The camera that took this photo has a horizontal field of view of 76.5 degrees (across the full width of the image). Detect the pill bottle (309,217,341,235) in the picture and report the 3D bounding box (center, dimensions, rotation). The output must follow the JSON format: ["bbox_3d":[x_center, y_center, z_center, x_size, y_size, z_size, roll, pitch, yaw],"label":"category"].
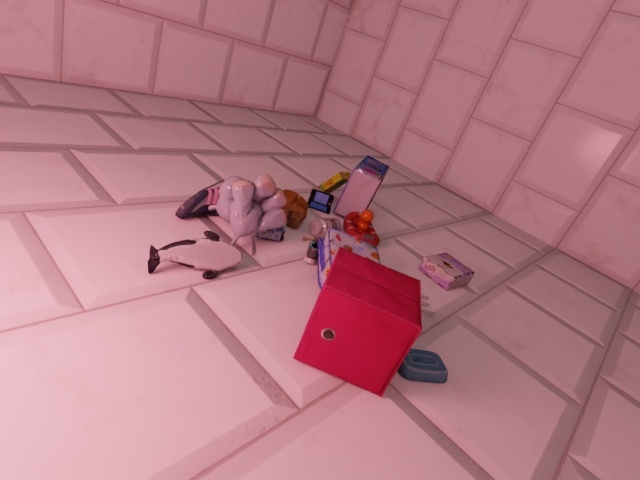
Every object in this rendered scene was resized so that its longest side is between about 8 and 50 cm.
[{"bbox_3d":[0.021,-0.059,1.784,0.137,0.078,0.078,-6,37,-43],"label":"pill bottle"}]

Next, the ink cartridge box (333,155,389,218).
[{"bbox_3d":[0.228,-0.281,2.144,0.151,0.270,0.395,30,27,6],"label":"ink cartridge box"}]

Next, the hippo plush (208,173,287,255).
[{"bbox_3d":[-0.272,-0.119,1.516,0.234,0.294,0.236,4,15,-37],"label":"hippo plush"}]

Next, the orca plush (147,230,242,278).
[{"bbox_3d":[-0.399,0.060,1.281,0.287,0.102,0.151,-17,88,-37],"label":"orca plush"}]

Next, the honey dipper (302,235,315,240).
[{"bbox_3d":[0.000,0.000,1.713,0.161,0.030,0.030,7,29,-22],"label":"honey dipper"}]

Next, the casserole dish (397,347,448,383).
[{"bbox_3d":[0.301,0.368,1.213,0.188,0.037,0.114,11,27,-17],"label":"casserole dish"}]

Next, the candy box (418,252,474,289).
[{"bbox_3d":[0.564,0.135,1.816,0.196,0.070,0.165,-5,36,-43],"label":"candy box"}]

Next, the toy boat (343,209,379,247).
[{"bbox_3d":[0.196,-0.072,1.853,0.151,0.151,0.231,12,27,-17],"label":"toy boat"}]

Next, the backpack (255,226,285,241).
[{"bbox_3d":[-0.203,-0.054,1.605,0.114,0.084,0.105,5,28,-24],"label":"backpack"}]

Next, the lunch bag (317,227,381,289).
[{"bbox_3d":[0.096,0.090,1.458,0.243,0.115,0.303,20,34,-17],"label":"lunch bag"}]

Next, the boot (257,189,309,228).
[{"bbox_3d":[-0.191,-0.181,1.805,0.295,0.104,0.211,33,31,-13],"label":"boot"}]

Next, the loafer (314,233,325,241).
[{"bbox_3d":[0.030,0.014,1.680,0.125,0.045,0.039,27,37,-14],"label":"loafer"}]

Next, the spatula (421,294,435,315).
[{"bbox_3d":[0.312,0.218,1.536,0.242,0.019,0.168,19,20,-6],"label":"spatula"}]

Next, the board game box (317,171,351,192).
[{"bbox_3d":[0.076,-0.313,2.211,0.092,0.181,0.043,-11,77,-47],"label":"board game box"}]

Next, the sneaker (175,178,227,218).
[{"bbox_3d":[-0.421,-0.139,1.596,0.131,0.112,0.319,51,40,-4],"label":"sneaker"}]

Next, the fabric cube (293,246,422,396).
[{"bbox_3d":[0.107,0.215,1.121,0.258,0.254,0.259,24,25,2],"label":"fabric cube"}]

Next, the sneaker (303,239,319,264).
[{"bbox_3d":[-0.018,0.029,1.588,0.065,0.076,0.166,20,26,-3],"label":"sneaker"}]

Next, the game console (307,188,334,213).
[{"bbox_3d":[0.001,-0.200,2.054,0.122,0.107,0.071,19,-2,-5],"label":"game console"}]
